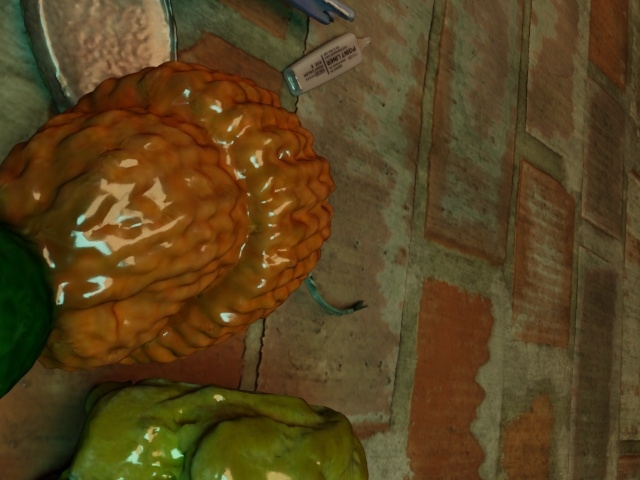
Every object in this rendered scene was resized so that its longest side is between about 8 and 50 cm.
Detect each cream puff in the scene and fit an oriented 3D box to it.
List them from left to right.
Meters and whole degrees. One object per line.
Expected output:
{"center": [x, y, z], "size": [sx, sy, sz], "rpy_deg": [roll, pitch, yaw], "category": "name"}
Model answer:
{"center": [-0.099, 0.280, 0.609], "size": [0.323, 0.274, 0.269], "rpy_deg": [22, 63, -39], "category": "cream puff"}

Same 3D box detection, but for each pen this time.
{"center": [0.021, -0.273, 0.928], "size": [0.197, 0.032, 0.053], "rpy_deg": [-41, 116, -37], "category": "pen"}

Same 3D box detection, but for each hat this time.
{"center": [-0.175, -0.025, 0.483], "size": [0.400, 0.286, 0.285], "rpy_deg": [-5, 91, -68], "category": "hat"}

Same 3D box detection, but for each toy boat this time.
{"center": [-0.236, -0.234, 0.649], "size": [0.155, 0.085, 0.227], "rpy_deg": [-19, 113, -36], "category": "toy boat"}

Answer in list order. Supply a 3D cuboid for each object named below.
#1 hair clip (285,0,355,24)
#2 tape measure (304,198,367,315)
{"center": [-0.068, -0.352, 0.782], "size": [0.279, 0.137, 0.090], "rpy_deg": [5, 98, -37], "category": "hair clip"}
{"center": [0.000, 0.001, 0.855], "size": [0.330, 0.084, 0.163], "rpy_deg": [32, 70, -38], "category": "tape measure"}
